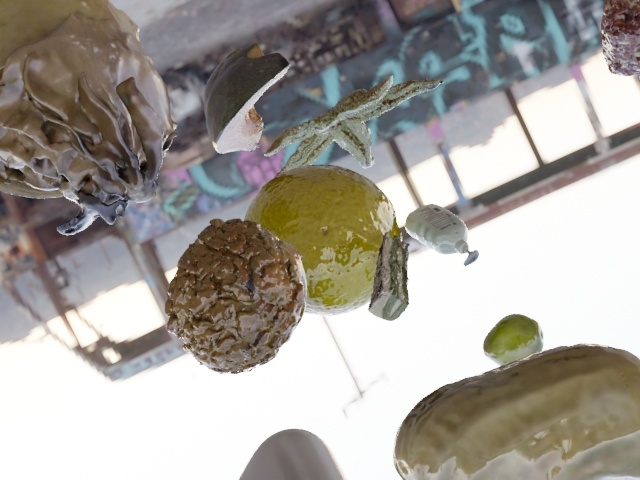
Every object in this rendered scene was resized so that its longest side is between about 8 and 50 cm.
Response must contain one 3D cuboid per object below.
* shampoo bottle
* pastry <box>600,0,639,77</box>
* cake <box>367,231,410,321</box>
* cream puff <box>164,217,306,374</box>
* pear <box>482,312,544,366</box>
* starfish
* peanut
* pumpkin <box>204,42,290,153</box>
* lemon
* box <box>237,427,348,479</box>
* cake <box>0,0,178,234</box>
[{"bbox_3d":[0.205,-0.007,2.026,0.077,0.045,0.152,-24,-145,-23],"label":"shampoo bottle"},{"bbox_3d":[0.559,-0.363,2.290,0.097,0.115,0.208,-12,161,10],"label":"pastry"},{"bbox_3d":[0.106,0.044,1.805,0.055,0.051,0.140,-47,-153,54],"label":"cake"},{"bbox_3d":[-0.091,0.058,1.321,0.150,0.165,0.115,-9,177,6],"label":"cream puff"},{"bbox_3d":[0.302,0.159,1.982,0.097,0.092,0.092,-6,-169,16],"label":"pear"},{"bbox_3d":[0.037,-0.215,2.325,0.358,0.078,0.347,-10,156,-45],"label":"starfish"},{"bbox_3d":[0.245,0.200,1.364,0.340,0.158,0.174,-23,-139,2],"label":"peanut"},{"bbox_3d":[-0.163,-0.235,2.134,0.149,0.130,0.254,-35,167,-31],"label":"pumpkin"},{"bbox_3d":[0.000,-0.001,2.009,0.267,0.267,0.267,-25,-175,2],"label":"lemon"},{"bbox_3d":[-0.043,0.454,1.792,0.288,0.141,0.349,-60,-151,16],"label":"box"},{"bbox_3d":[-0.365,-0.157,1.834,0.332,0.321,0.332,-18,144,-14],"label":"cake"}]
